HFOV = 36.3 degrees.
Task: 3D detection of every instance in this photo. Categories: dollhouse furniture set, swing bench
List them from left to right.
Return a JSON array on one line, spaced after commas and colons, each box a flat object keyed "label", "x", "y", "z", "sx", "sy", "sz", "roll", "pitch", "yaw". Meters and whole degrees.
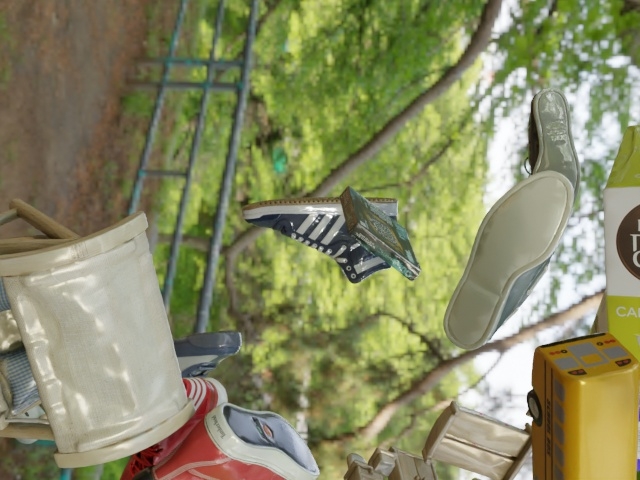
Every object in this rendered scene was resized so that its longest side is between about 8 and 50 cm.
[{"label": "swing bench", "x": -0.301, "y": 0.102, "z": 1.103, "sx": 0.165, "sy": 0.254, "sz": 0.253, "roll": -31, "pitch": 119, "yaw": -43}, {"label": "dollhouse furniture set", "x": 0.255, "y": 0.394, "z": 2.033, "sx": 0.356, "sy": 0.303, "sz": 0.174, "roll": -62, "pitch": -163, "yaw": 21}]

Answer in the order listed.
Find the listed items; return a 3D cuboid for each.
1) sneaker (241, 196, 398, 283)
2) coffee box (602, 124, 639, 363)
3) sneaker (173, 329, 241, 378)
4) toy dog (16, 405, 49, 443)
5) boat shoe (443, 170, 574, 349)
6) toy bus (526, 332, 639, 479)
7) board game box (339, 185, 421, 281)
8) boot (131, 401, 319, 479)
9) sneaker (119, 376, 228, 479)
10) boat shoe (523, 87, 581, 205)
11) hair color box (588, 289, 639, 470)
[{"label": "sneaker", "x": 0.000, "y": 0.000, "z": 1.762, "sx": 0.099, "sy": 0.282, "sz": 0.153, "roll": -107, "pitch": -164, "yaw": -82}, {"label": "coffee box", "x": 0.628, "y": 0.017, "z": 1.503, "sx": 0.338, "sy": 0.337, "sz": 0.335, "roll": -44, "pitch": 130, "yaw": -58}, {"label": "sneaker", "x": -0.254, "y": 0.248, "z": 1.709, "sx": 0.112, "sy": 0.319, "sz": 0.131, "roll": 11, "pitch": 61, "yaw": -51}, {"label": "toy dog", "x": -0.576, "y": 0.217, "z": 1.859, "sx": 0.334, "sy": 0.160, "sz": 0.220, "roll": 57, "pitch": 36, "yaw": -31}, {"label": "boat shoe", "x": 0.299, "y": 0.027, "z": 1.527, "sx": 0.099, "sy": 0.116, "sz": 0.320, "roll": -13, "pitch": 134, "yaw": -58}, {"label": "toy bus", "x": 0.352, "y": 0.287, "z": 1.306, "sx": 0.130, "sy": 0.108, "sz": 0.333, "roll": -122, "pitch": -157, "yaw": -64}, {"label": "board game box", "x": 0.090, "y": -0.013, "z": 1.517, "sx": 0.026, "sy": 0.126, "sz": 0.186, "roll": -50, "pitch": -165, "yaw": 14}, {"label": "boot", "x": -0.119, "y": 0.291, "z": 1.200, "sx": 0.244, "sy": 0.176, "sz": 0.088, "roll": 35, "pitch": 19, "yaw": -54}, {"label": "sneaker", "x": -0.220, "y": 0.259, "z": 1.231, "sx": 0.221, "sy": 0.087, "sz": 0.128, "roll": -59, "pitch": 149, "yaw": -1}, {"label": "boat shoe", "x": 0.437, "y": -0.160, "z": 1.865, "sx": 0.079, "sy": 0.095, "sz": 0.255, "roll": 74, "pitch": 9, "yaw": -83}, {"label": "hair color box", "x": 0.633, "y": 0.284, "z": 2.036, "sx": 0.339, "sy": 0.110, "sz": 0.185, "roll": -75, "pitch": 174, "yaw": -52}]
